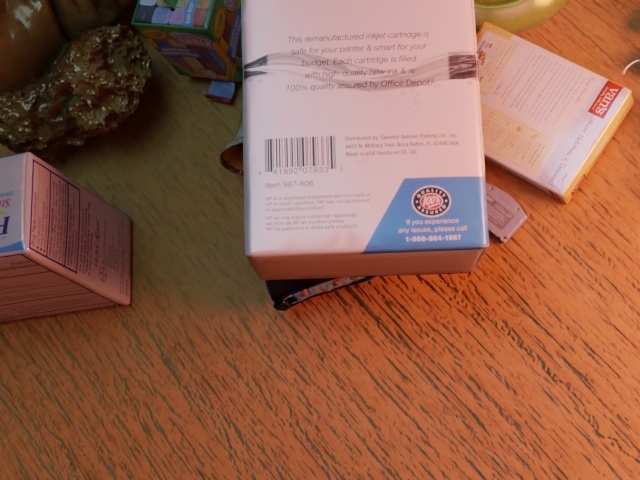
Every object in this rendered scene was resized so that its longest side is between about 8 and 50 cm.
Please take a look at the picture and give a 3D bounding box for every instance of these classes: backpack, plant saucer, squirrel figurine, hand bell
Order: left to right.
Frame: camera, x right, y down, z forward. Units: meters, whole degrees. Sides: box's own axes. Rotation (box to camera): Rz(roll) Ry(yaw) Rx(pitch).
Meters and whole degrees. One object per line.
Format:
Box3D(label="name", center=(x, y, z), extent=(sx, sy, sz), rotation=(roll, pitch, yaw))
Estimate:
Box3D(label="squirrel figurine", center=(-0.386, -0.333, 1.793), extent=(0.370, 0.281, 0.397), rotation=(-23, 79, 0))
Box3D(label="hand bell", center=(-0.084, -0.226, 1.685), extent=(0.126, 0.126, 0.242), rotation=(-8, 67, 18))
Box3D(label="backpack", center=(0.000, 0.000, 1.559), extent=(0.173, 0.158, 0.117), rotation=(-13, 49, 1))
Box3D(label="plant saucer", center=(0.265, -0.414, 1.667), extent=(0.241, 0.037, 0.241), rotation=(-6, 70, 18))

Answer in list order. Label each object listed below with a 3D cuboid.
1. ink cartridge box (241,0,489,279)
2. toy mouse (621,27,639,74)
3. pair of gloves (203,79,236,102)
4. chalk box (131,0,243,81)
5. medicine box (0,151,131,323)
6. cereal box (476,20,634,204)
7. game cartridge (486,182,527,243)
Box3D(label="ink cartridge box", center=(0.051, -0.161, 1.428), extent=(0.285, 0.166, 0.395), rotation=(-2, 77, 2))
Box3D(label="toy mouse", center=(0.488, -0.256, 1.530), extent=(0.161, 0.031, 0.143), rotation=(-43, 63, 2))
Box3D(label="pair of gloves", center=(-0.097, -0.278, 1.763), extent=(0.198, 0.023, 0.159), rotation=(10, 74, 23))
Box3D(label="chalk box", center=(-0.181, -0.343, 1.684), extent=(0.132, 0.213, 0.132), rotation=(9, 74, 22))
Box3D(label="medicine box", center=(-0.455, 0.008, 1.645), extent=(0.263, 0.289, 0.149), rotation=(-9, 69, 17))
Box3D(label="cereal box", center=(0.283, -0.178, 1.570), extent=(0.240, 0.047, 0.173), rotation=(33, 87, 26))
Box3D(label="game cartridge", center=(0.240, -0.040, 1.557), extent=(0.056, 0.017, 0.083), rotation=(-48, 63, 3))
